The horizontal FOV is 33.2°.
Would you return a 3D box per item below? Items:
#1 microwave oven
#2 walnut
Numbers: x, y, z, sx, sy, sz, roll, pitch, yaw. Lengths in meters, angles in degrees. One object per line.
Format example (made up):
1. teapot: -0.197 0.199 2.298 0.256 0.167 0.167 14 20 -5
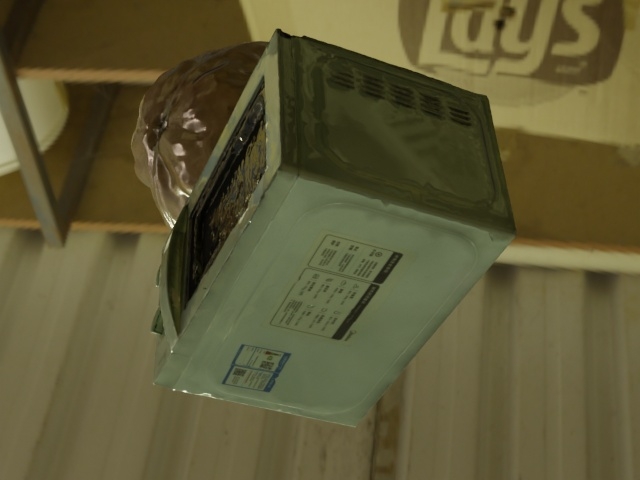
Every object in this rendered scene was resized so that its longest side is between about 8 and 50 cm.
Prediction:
1. microwave oven: 0.000 0.000 0.652 0.162 0.208 0.122 15 -134 -20
2. walnut: -0.066 -0.091 1.171 0.273 0.273 0.226 -1 -108 2
